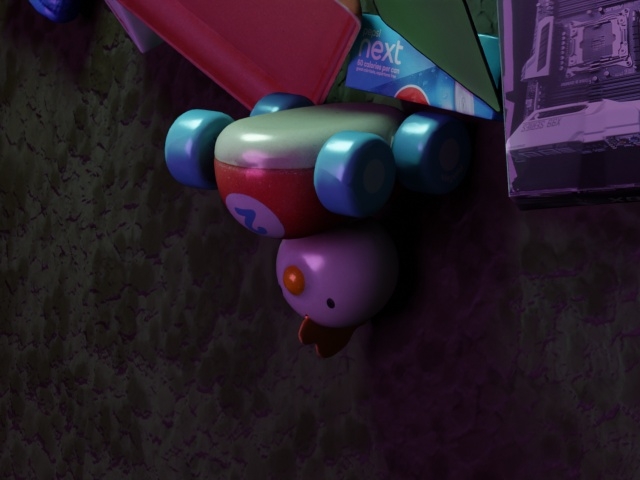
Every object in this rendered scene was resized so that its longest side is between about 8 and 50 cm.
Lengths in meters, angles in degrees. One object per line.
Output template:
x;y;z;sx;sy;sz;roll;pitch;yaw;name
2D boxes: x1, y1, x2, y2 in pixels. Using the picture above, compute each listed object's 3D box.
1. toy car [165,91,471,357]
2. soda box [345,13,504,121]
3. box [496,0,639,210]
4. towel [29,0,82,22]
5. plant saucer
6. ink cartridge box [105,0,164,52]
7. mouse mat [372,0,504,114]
0.000;0.000;1.742;0.219;0.210;0.238;10;108;40;toy car
0.113;-0.152;1.700;0.210;0.067;0.071;19;101;52;soda box
0.251;-0.184;1.409;0.243;0.076;0.307;-4;81;12;box
-0.304;-0.434;2.279;0.228;0.076;0.308;39;117;39;towel
-0.077;-0.236;1.827;0.259;0.048;0.258;40;153;6;plant saucer
-0.217;-0.359;1.987;0.114;0.273;0.197;-31;49;-6;ink cartridge box
0.082;-0.195;1.596;0.007;0.152;0.190;-37;47;-11;mouse mat
